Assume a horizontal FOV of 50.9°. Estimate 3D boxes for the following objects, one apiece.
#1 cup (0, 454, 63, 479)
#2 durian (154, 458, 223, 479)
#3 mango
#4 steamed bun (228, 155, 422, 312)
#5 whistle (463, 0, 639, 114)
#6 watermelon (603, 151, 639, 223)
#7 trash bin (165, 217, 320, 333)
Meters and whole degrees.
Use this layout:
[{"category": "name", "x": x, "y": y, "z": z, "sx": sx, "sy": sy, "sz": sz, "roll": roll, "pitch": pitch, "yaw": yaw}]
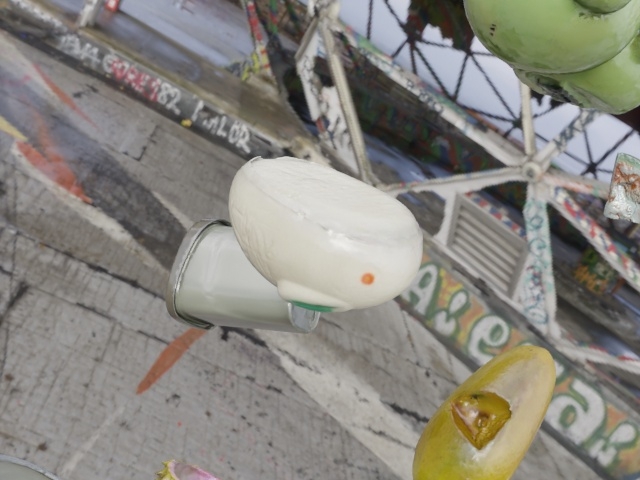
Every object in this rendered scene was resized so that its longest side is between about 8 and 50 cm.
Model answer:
[{"category": "cup", "x": -0.333, "y": 0.386, "z": 0.572, "sx": 0.237, "sy": 0.327, "sz": 0.323, "roll": 36, "pitch": -15, "yaw": 16}, {"category": "durian", "x": -0.188, "y": 0.414, "z": 1.029, "sx": 0.186, "sy": 0.154, "sz": 0.260, "roll": 48, "pitch": -19, "yaw": 6}, {"category": "mango", "x": 0.229, "y": 0.257, "z": 0.932, "sx": 0.130, "sy": 0.262, "sz": 0.167, "roll": 36, "pitch": -14, "yaw": 10}, {"category": "steamed bun", "x": 0.000, "y": 0.000, "z": 0.723, "sx": 0.228, "sy": 0.130, "sz": 0.177, "roll": 31, "pitch": 24, "yaw": 33}, {"category": "whistle", "x": 0.156, "y": -0.123, "z": 0.390, "sx": 0.105, "sy": 0.085, "sz": 0.227, "roll": 30, "pitch": 13, "yaw": 39}, {"category": "watermelon", "x": 0.300, "y": -0.039, "z": 0.648, "sx": 0.085, "sy": 0.061, "sz": 0.085, "roll": 57, "pitch": 14, "yaw": -23}, {"category": "trash bin", "x": -0.134, "y": 0.081, "z": 1.341, "sx": 0.250, "sy": 0.219, "sz": 0.220, "roll": 6, "pitch": -14, "yaw": 21}]
